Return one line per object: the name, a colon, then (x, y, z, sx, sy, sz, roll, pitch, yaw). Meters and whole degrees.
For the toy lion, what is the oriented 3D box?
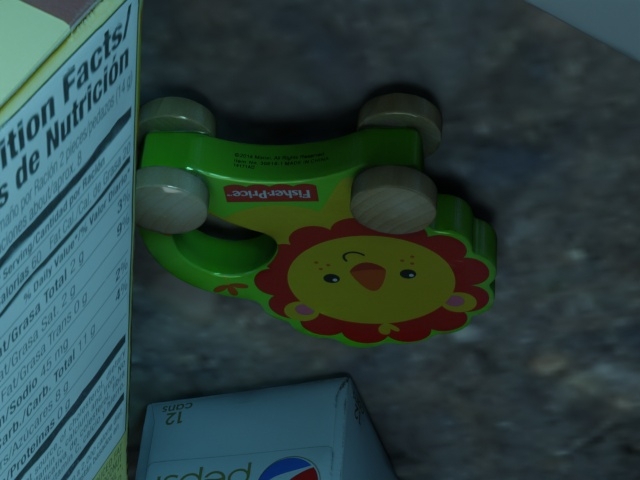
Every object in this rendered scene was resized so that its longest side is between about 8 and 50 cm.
toy lion: (0.000, 0.000, 0.530, 0.100, 0.034, 0.096, 0, 146, 7)

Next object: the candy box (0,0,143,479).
candy box: (-0.147, 0.033, 0.497, 0.183, 0.087, 0.316, 24, 141, 14)

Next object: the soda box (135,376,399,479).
soda box: (0.005, 0.142, 0.656, 0.074, 0.069, 0.216, -9, 136, 15)

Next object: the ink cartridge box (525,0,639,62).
ink cartridge box: (0.142, -0.090, 0.208, 0.306, 0.131, 0.226, 33, 151, 36)
